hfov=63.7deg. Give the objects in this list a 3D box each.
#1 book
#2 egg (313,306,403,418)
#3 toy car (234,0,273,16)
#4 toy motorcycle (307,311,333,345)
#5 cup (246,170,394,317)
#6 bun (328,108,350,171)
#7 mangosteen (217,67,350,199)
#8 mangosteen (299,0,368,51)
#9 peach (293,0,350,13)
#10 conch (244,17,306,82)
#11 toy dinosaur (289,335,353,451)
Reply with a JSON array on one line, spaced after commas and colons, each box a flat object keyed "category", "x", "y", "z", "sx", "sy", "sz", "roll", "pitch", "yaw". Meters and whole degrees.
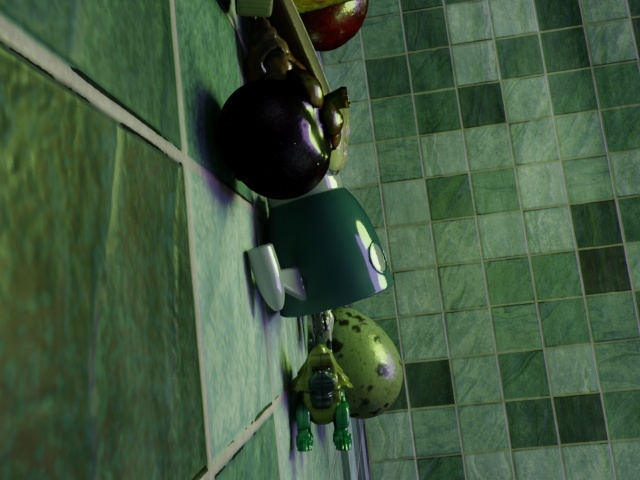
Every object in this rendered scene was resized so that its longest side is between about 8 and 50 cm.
[{"category": "book", "x": -0.039, "y": -0.271, "z": 0.801, "sx": 0.242, "sy": 0.018, "sz": 0.170, "roll": 67, "pitch": -13, "yaw": 0}, {"category": "egg", "x": 0.069, "y": 0.244, "z": 1.043, "sx": 0.177, "sy": 0.176, "sz": 0.228, "roll": 52, "pitch": 15, "yaw": -80}, {"category": "toy car", "x": -0.081, "y": -0.382, "z": 0.606, "sx": 0.235, "sy": 0.145, "sz": 0.235, "roll": 179, "pitch": -90, "yaw": -78}, {"category": "toy motorcycle", "x": -0.008, "y": 0.084, "z": 0.974, "sx": 0.151, "sy": 0.074, "sz": 0.229, "roll": 77, "pitch": 5, "yaw": -76}, {"category": "cup", "x": 0.000, "y": 0.000, "z": 0.714, "sx": 0.299, "sy": 0.167, "sz": 0.173, "roll": -17, "pitch": 92, "yaw": -59}, {"category": "bun", "x": 0.011, "y": -0.276, "z": 1.392, "sx": 0.178, "sy": 0.127, "sz": 0.193, "roll": 62, "pitch": 33, "yaw": -75}, {"category": "mangosteen", "x": -0.033, "y": -0.116, "z": 0.548, "sx": 0.137, "sy": 0.151, "sz": 0.137, "roll": 54, "pitch": 2, "yaw": -3}, {"category": "mangosteen", "x": -0.019, "y": -0.525, "z": 1.100, "sx": 0.257, "sy": 0.215, "sz": 0.215, "roll": 3, "pitch": 78, "yaw": -53}, {"category": "peach", "x": 0.013, "y": -0.530, "z": 0.787, "sx": 0.242, "sy": 0.306, "sz": 0.381, "roll": -26, "pitch": 140, "yaw": -54}, {"category": "conch", "x": -0.045, "y": -0.202, "z": 0.735, "sx": 0.233, "sy": 0.080, "sz": 0.086, "roll": 62, "pitch": -6, "yaw": -8}, {"category": "toy dinosaur", "x": 0.001, "y": 0.250, "z": 0.803, "sx": 0.259, "sy": 0.094, "sz": 0.153, "roll": 92, "pitch": -2, "yaw": -65}]
